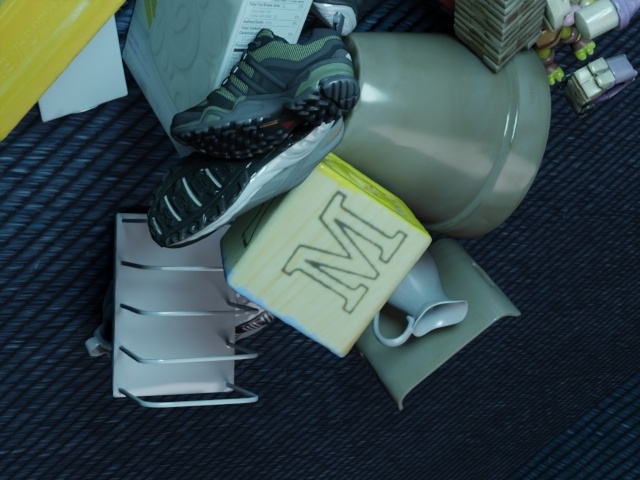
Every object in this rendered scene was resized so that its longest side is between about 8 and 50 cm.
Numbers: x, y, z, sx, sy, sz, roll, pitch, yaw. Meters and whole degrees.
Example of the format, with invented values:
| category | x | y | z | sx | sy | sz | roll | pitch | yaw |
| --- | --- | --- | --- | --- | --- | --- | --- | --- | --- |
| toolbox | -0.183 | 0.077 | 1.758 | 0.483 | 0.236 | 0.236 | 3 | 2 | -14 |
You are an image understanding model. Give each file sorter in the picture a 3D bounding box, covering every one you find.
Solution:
| category | x | y | z | sx | sy | sz | roll | pitch | yaw |
| --- | --- | --- | --- | --- | --- | --- | --- | --- | --- |
| file sorter | -0.193 | 0.101 | 1.518 | 0.193 | 0.173 | 0.277 | 1 | 92 | -24 |

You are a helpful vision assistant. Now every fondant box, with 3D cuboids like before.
| category | x | y | z | sx | sy | sz | roll | pitch | yaw |
| --- | --- | --- | --- | --- | --- | --- | --- | --- | --- |
| fondant box | -0.120 | -0.286 | 1.211 | 0.096 | 0.238 | 0.330 | -4 | 135 | -35 |

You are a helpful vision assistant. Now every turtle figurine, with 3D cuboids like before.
| category | x | y | z | sx | sy | sz | roll | pitch | yaw |
| --- | --- | --- | --- | --- | --- | --- | --- | --- | --- |
| turtle figurine | 0.365 | -0.333 | 1.705 | 0.269 | 0.087 | 0.217 | -52 | 151 | 8 |

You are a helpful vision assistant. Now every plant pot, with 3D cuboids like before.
| category | x | y | z | sx | sy | sz | roll | pitch | yaw |
| --- | --- | --- | --- | --- | --- | --- | --- | --- | --- |
| plant pot | 0.132 | -0.181 | 1.530 | 0.280 | 0.323 | 0.323 | 11 | 126 | -28 |

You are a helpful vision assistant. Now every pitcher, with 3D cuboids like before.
| category | x | y | z | sx | sy | sz | roll | pitch | yaw |
| --- | --- | --- | --- | --- | --- | --- | --- | --- | --- |
| pitcher | 0.146 | 0.091 | 1.914 | 0.178 | 0.207 | 0.125 | -26 | 145 | -13 |

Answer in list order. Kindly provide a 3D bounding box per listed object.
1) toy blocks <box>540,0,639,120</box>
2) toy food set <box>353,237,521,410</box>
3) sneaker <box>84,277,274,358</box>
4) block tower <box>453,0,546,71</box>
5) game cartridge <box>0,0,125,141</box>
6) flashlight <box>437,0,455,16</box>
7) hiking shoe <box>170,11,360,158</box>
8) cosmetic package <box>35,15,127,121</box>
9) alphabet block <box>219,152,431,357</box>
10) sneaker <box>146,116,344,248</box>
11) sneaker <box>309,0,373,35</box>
| category | x | y | z | sx | sy | sz | roll | pitch | yaw |
| --- | --- | --- | --- | --- | --- | --- | --- | --- | --- |
| toy blocks | 0.412 | -0.390 | 1.427 | 0.260 | 0.309 | 0.288 | -27 | 167 | -1 |
| toy food set | 0.214 | 0.164 | 2.047 | 0.306 | 0.220 | 0.092 | -41 | 145 | 7 |
| sneaker | -0.210 | 0.100 | 1.681 | 0.366 | 0.137 | 0.210 | -40 | 148 | 11 |
| block tower | 0.232 | -0.338 | 1.309 | 0.097 | 0.091 | 0.335 | -43 | 162 | -6 |
| game cartridge | -0.392 | -0.276 | 1.055 | 0.324 | 0.052 | 0.285 | 37 | 105 | -30 |
| flashlight | 0.175 | -0.380 | 1.384 | 0.103 | 0.103 | 0.304 | -2 | 176 | 17 |
| hiking shoe | -0.063 | -0.166 | 1.117 | 0.227 | 0.114 | 0.086 | -15 | 154 | 23 |
| cosmetic package | -0.308 | -0.263 | 1.217 | 0.117 | 0.085 | 0.231 | -20 | 144 | -19 |
| alphabet block | 0.000 | 0.000 | 1.366 | 0.193 | 0.192 | 0.197 | 33 | 101 | -18 |
| sneaker | -0.081 | -0.074 | 1.202 | 0.271 | 0.100 | 0.108 | -36 | 150 | 2 |
| sneaker | 0.015 | -0.393 | 1.332 | 0.153 | 0.101 | 0.268 | -44 | 146 | 1 |
